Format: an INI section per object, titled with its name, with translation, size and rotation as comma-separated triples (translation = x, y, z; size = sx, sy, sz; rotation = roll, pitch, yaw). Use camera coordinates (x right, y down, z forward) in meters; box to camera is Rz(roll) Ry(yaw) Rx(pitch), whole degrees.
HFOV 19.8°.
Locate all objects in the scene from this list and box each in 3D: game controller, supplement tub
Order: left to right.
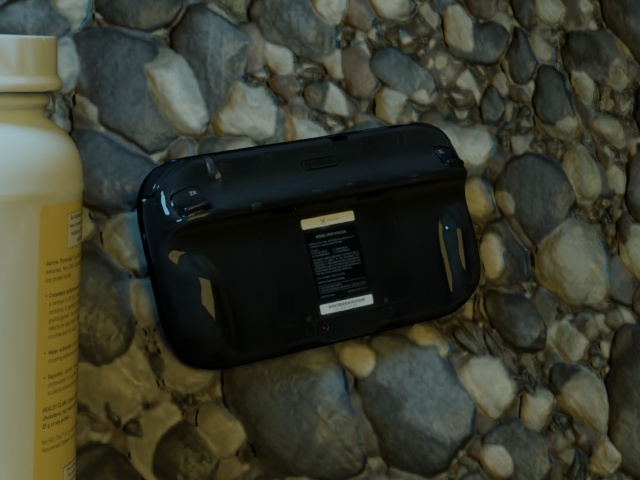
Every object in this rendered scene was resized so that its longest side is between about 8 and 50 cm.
[supplement tub]
translation = -0.262, 0.040, 1.090
size = 0.241, 0.241, 0.331
rotation = -2, 97, -36
[game controller]
translation = 0.000, 0.000, 1.468
size = 0.319, 0.067, 0.166
rotation = -11, 96, -37
